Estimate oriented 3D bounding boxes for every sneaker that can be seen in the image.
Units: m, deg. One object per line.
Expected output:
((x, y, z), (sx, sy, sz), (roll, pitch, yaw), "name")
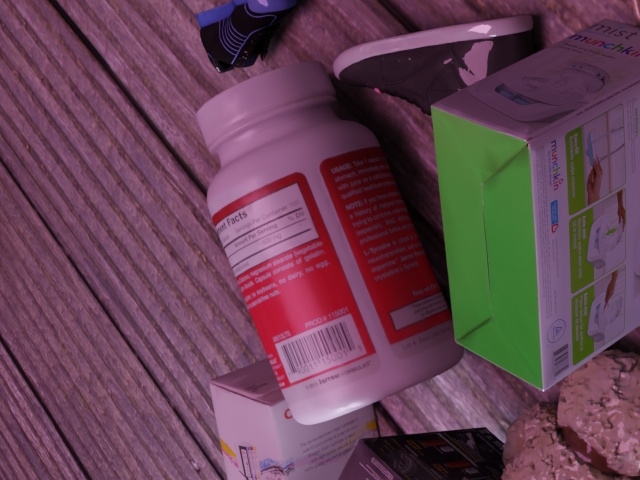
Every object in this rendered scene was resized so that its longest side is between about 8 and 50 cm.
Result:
((0.122, -0.158, 1.417), (0.295, 0.104, 0.147), (-1, 100, 51), "sneaker")
((-0.090, -0.281, 1.690), (0.232, 0.081, 0.090), (-1, 108, 62), "sneaker")

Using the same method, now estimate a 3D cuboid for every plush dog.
((0.288, 0.217, 1.326), (0.262, 0.210, 0.225), (40, 113, 38), "plush dog")

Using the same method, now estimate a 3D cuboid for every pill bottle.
((0.000, 0.000, 1.562), (0.229, 0.229, 0.408), (-28, 82, 56), "pill bottle")

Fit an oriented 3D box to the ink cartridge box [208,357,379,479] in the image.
((-0.030, 0.292, 1.803), (0.168, 0.171, 0.233), (9, 113, 53), "ink cartridge box")

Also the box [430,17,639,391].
((0.237, -0.037, 1.168), (0.127, 0.231, 0.262), (28, 138, 45), "box")

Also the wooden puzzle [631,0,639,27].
((0.365, -0.216, 1.099), (0.238, 0.044, 0.221), (-4, 103, 55), "wooden puzzle")

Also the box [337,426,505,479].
((0.201, 0.330, 1.393), (0.307, 0.242, 0.076), (40, 113, 36), "box")
